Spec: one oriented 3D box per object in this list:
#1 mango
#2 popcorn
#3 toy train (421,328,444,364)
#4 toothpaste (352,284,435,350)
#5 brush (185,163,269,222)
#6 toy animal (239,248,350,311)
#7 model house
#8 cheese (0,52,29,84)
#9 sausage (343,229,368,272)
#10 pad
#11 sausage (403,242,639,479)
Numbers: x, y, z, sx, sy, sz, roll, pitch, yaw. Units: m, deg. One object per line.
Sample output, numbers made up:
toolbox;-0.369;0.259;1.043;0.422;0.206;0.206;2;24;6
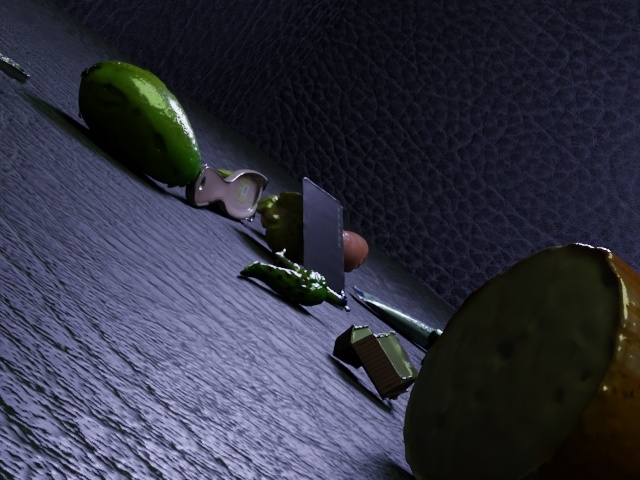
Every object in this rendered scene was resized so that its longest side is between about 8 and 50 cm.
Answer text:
mango;-0.208;-0.138;1.478;0.178;0.100;0.119;45;1;-5
popcorn;-0.035;-0.014;1.693;0.109;0.089;0.097;63;15;-17
toy train;0.256;0.213;1.811;0.251;0.085;0.119;36;9;6
toothpaste;0.141;0.135;1.978;0.216;0.037;0.062;33;5;-13
brush;-0.140;-0.069;1.672;0.067;0.072;0.313;16;3;11
toy animal;-0.043;0.037;1.390;0.075;0.041;0.217;42;10;34
model house;0.049;0.117;1.233;0.058;0.057;0.083;-9;62;-49
cheese;-0.353;-0.201;1.232;0.092;0.047;0.171;42;5;17
sausage;0.001;0.002;1.941;0.087;0.079;0.326;51;9;20
pad;0.005;0.005;1.663;0.112;0.003;0.157;33;50;-55
sausage;0.239;0.172;0.995;0.287;0.233;0.233;39;3;-20
